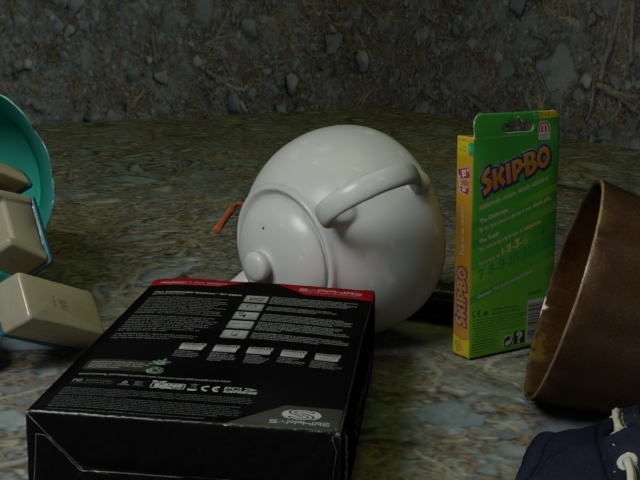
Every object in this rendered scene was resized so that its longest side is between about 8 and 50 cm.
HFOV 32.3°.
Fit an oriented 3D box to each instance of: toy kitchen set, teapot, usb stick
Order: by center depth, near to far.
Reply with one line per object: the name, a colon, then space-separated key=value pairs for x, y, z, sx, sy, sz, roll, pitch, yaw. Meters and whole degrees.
toy kitchen set: x=-0.352 y=0.034 z=1.159 sx=0.166 sy=0.207 sz=0.122 roll=-28 pitch=-23 yaw=17
teapot: x=0.000 y=0.000 z=1.189 sx=0.187 sy=0.256 sz=0.252 roll=-20 pitch=34 yaw=-40
usb stick: x=0.121 y=0.066 z=1.326 sx=0.278 sy=0.045 sz=0.077 roll=7 pitch=15 yaw=22

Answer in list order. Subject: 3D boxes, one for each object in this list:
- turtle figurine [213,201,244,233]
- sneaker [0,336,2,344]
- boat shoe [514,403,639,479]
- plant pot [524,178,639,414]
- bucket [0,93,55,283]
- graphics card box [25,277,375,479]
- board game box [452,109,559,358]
turtle figurine: x=-0.020 y=0.006 z=1.476 sx=0.217 sy=0.087 sz=0.269 roll=14 pitch=8 yaw=18
sneaker: x=-0.481 y=0.076 z=1.075 sx=0.321 sy=0.127 sz=0.126 roll=25 pitch=8 yaw=-12
boat shoe: x=0.190 y=0.207 z=0.636 sx=0.158 sy=0.127 sz=0.340 roll=-22 pitch=14 yaw=23
plant pot: x=0.332 y=0.079 z=1.013 sx=0.230 sy=0.215 sz=0.215 roll=17 pitch=15 yaw=5
bucket: x=-0.451 y=-0.060 z=1.315 sx=0.281 sy=0.281 sz=0.183 roll=-1 pitch=5 yaw=-13
graphics card box: x=-0.077 y=0.124 z=0.947 sx=0.233 sy=0.094 sz=0.371 roll=3 pitch=12 yaw=5
board game box: x=0.200 y=-0.009 z=1.186 sx=0.124 sy=0.259 sz=0.039 roll=-7 pitch=15 yaw=-33
